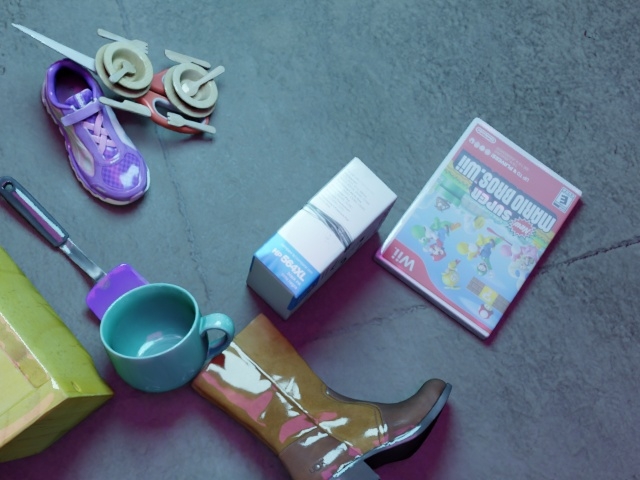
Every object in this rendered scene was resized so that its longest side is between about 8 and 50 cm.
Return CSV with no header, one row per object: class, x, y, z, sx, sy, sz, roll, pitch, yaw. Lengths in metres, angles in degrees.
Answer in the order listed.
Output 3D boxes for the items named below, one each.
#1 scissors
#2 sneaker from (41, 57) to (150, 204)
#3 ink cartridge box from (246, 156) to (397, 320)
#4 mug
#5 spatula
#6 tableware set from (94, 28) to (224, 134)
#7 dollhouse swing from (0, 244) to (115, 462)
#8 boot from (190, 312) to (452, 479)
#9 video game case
scissors,-0.286,-0.223,1.277,0.297,0.021,0.109,11,63,-38
sneaker,-0.323,-0.160,1.281,0.095,0.104,0.236,-29,81,-17
ink cartridge box,0.000,0.000,1.257,0.086,0.148,0.203,44,72,7
mug,-0.202,0.139,1.191,0.158,0.097,0.129,21,52,29
spatula,-0.341,0.017,1.261,0.296,0.030,0.084,43,74,5
tableware set,-0.225,-0.233,1.296,0.194,0.039,0.128,11,60,-37
dollhouse swing,-0.495,0.151,1.079,0.305,0.315,0.347,-41,83,-5
boot,0.009,0.204,1.243,0.280,0.096,0.264,40,63,20
video game case,0.239,-0.023,1.367,0.204,0.025,0.285,36,72,3
